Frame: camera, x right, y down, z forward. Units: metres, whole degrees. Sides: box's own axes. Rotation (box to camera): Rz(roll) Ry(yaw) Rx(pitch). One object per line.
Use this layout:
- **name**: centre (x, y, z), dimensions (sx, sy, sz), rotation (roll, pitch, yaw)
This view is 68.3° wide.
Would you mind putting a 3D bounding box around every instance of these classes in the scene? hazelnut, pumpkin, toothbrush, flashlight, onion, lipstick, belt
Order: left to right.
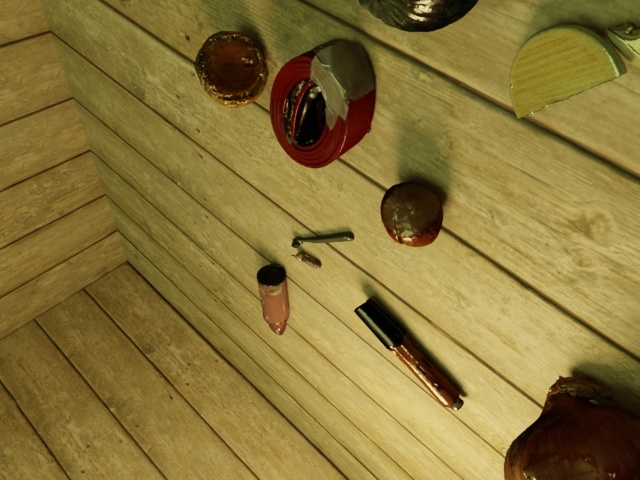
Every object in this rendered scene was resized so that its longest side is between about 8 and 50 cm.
- **flashlight**: centre (-0.044, 0.063, 1.574), dimensions (0.110, 0.052, 0.031), rotation (23, 103, 28)
- **toothbrush**: centre (0.000, 0.000, 1.460), dimensions (0.030, 0.030, 0.297), rotation (38, 155, -29)
- **belt**: centre (0.006, -0.305, 1.074), dimensions (0.227, 0.115, 0.324), rotation (47, 149, 4)
- **lipstick**: centre (0.267, 0.342, 1.419), dimensions (0.418, 0.077, 0.077), rotation (46, 147, 6)
- **hazelnut**: centre (0.206, -0.059, 1.062), dimensions (0.154, 0.143, 0.143), rotation (50, 149, 18)
- **pumpkin**: centre (0.141, -0.437, 0.696), dimensions (0.250, 0.216, 0.250), rotation (21, 167, 5)
- **onion**: centre (0.551, 0.487, 0.964), dimensions (0.353, 0.353, 0.353), rotation (32, 143, 28)

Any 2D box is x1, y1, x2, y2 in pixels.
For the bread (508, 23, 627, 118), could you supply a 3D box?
- **bread**: centre (0.359, -0.269, 0.723), dimensions (0.112, 0.036, 0.193), rotation (62, 159, -6)

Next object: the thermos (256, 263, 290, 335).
- **thermos**: centre (-0.188, 0.237, 1.851), dimensions (0.136, 0.109, 0.330), rotation (31, 143, 29)

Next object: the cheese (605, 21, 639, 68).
- **cheese**: centre (0.493, -0.221, 0.603), dimensions (0.235, 0.050, 0.127), rotation (53, 147, 1)

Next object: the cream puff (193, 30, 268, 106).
- **cream puff**: centre (-0.234, -0.434, 1.228), dimensions (0.183, 0.183, 0.169), rotation (61, 172, -14)
